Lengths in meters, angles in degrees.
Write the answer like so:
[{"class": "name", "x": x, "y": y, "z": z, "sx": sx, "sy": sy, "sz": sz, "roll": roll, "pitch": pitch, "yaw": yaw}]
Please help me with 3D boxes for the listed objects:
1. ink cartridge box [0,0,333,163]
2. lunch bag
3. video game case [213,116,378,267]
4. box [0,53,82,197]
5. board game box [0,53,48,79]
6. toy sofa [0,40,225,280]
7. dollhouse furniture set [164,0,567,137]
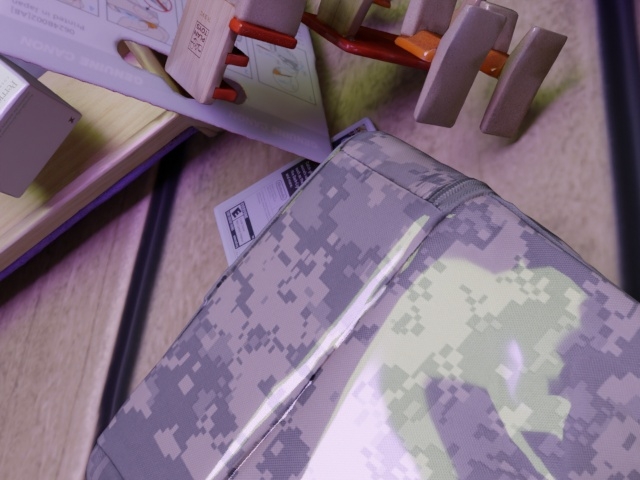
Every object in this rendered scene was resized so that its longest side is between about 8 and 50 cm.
[{"class": "ink cartridge box", "x": -0.158, "y": -0.233, "z": 0.751, "sx": 0.091, "sy": 0.308, "sz": 0.384, "roll": -42, "pitch": 46, "yaw": 38}, {"class": "lunch bag", "x": 0.055, "y": 0.129, "z": 0.452, "sx": 0.305, "sy": 0.212, "sz": 0.256, "roll": -49, "pitch": 46, "yaw": -6}, {"class": "video game case", "x": 0.000, "y": 0.000, "z": 0.695, "sx": 0.173, "sy": 0.022, "sz": 0.190, "roll": -30, "pitch": 50, "yaw": 11}, {"class": "box", "x": -0.290, "y": -0.107, "z": 0.706, "sx": 0.087, "sy": 0.102, "sz": 0.101, "roll": 38, "pitch": 90, "yaw": 11}, {"class": "board game box", "x": -0.503, "y": -0.224, "z": 1.078, "sx": 0.304, "sy": 0.097, "sz": 0.223, "roll": -6, "pitch": 60, "yaw": 27}, {"class": "toy sofa", "x": -0.282, "y": -0.073, "z": 0.844, "sx": 0.363, "sy": 0.177, "sz": 0.150, "roll": -37, "pitch": 74, "yaw": 5}, {"class": "dollhouse furniture set", "x": 0.016, "y": -0.172, "z": 0.662, "sx": 0.262, "sy": 0.259, "sz": 0.135, "roll": 45, "pitch": 121, "yaw": 41}]
